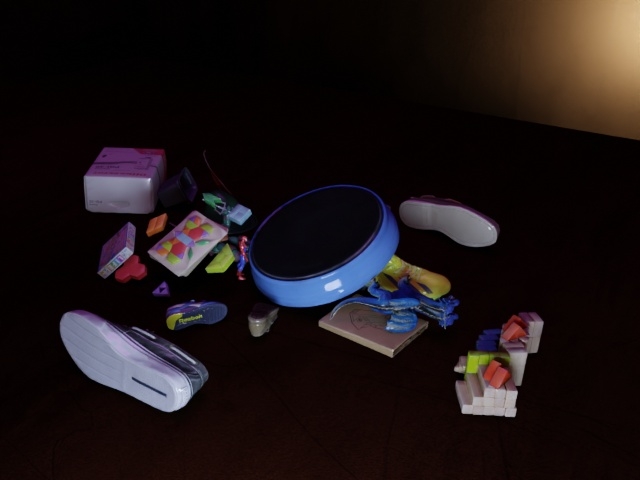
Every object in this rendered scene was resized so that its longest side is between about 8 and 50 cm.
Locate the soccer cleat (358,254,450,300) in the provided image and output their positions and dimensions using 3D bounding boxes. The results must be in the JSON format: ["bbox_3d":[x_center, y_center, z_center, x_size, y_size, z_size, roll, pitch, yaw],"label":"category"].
[{"bbox_3d":[0.183,0.077,1.852,0.289,0.121,0.093,10,26,15],"label":"soccer cleat"}]

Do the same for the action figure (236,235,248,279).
[{"bbox_3d":[-0.197,0.042,1.886,0.030,0.115,0.038,-1,26,-11],"label":"action figure"}]

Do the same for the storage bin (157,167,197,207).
[{"bbox_3d":[-0.448,-0.154,2.318,0.091,0.098,0.135,-22,23,11],"label":"storage bin"}]

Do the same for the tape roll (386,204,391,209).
[{"bbox_3d":[0.089,-0.079,2.129,0.219,0.072,0.219,10,-1,0],"label":"tape roll"}]

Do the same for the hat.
[{"bbox_3d":[-0.286,-0.138,2.177,0.208,0.184,0.173,11,27,17],"label":"hat"}]

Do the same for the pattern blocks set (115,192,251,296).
[{"bbox_3d":[-0.337,0.006,1.868,0.285,0.026,0.325,16,57,26],"label":"pattern blocks set"}]

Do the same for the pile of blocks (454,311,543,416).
[{"bbox_3d":[0.375,0.227,1.568,0.148,0.113,0.362,14,27,21],"label":"pile of blocks"}]

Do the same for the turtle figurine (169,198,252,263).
[{"bbox_3d":[-0.278,-0.016,1.995,0.234,0.118,0.175,24,50,17],"label":"turtle figurine"}]

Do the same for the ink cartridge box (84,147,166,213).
[{"bbox_3d":[-0.608,-0.194,2.334,0.207,0.117,0.283,2,25,-4],"label":"ink cartridge box"}]

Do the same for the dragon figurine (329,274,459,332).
[{"bbox_3d":[0.175,0.151,1.684,0.289,0.085,0.144,-5,26,-22],"label":"dragon figurine"}]

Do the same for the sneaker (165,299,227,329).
[{"bbox_3d":[-0.285,0.162,1.695,0.144,0.053,0.059,-6,25,-22],"label":"sneaker"}]

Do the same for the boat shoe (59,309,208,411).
[{"bbox_3d":[-0.374,0.233,1.485,0.335,0.121,0.119,27,25,21],"label":"boat shoe"}]

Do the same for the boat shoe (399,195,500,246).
[{"bbox_3d":[0.393,-0.067,2.201,0.324,0.117,0.096,16,30,37],"label":"boat shoe"}]

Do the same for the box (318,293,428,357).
[{"bbox_3d":[0.123,0.193,1.716,0.201,0.021,0.164,20,30,30],"label":"box"}]

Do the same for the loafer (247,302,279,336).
[{"bbox_3d":[-0.134,0.179,1.685,0.056,0.050,0.148,13,11,13],"label":"loafer"}]

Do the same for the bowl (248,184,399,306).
[{"bbox_3d":[0.000,0.000,1.854,0.391,0.077,0.391,-16,37,12],"label":"bowl"}]

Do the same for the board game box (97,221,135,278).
[{"bbox_3d":[-0.525,0.024,1.913,0.103,0.026,0.154,-41,26,10],"label":"board game box"}]
